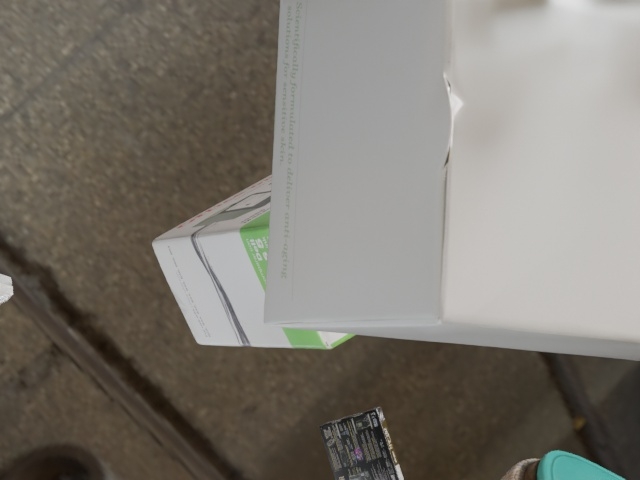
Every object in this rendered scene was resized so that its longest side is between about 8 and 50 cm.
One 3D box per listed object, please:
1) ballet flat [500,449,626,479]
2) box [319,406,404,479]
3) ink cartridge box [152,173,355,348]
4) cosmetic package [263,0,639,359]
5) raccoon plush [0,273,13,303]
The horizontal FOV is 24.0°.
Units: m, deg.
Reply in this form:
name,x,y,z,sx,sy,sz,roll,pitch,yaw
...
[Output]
name,x,y,z,sx,sy,sz,roll,pitch,yaw
ballet flat,0.202,0.206,0.699,0.106,0.316,0.107,-59,-178,24
box,0.042,0.220,1.546,0.067,0.083,0.018,-20,176,19
ink cartridge box,0.000,0.000,1.303,0.198,0.273,0.115,-30,101,-25
cosmetic package,0.160,-0.031,0.857,0.365,0.155,0.197,9,81,-35
raccoon plush,-0.270,-0.050,0.551,0.299,0.446,0.216,51,50,-10
